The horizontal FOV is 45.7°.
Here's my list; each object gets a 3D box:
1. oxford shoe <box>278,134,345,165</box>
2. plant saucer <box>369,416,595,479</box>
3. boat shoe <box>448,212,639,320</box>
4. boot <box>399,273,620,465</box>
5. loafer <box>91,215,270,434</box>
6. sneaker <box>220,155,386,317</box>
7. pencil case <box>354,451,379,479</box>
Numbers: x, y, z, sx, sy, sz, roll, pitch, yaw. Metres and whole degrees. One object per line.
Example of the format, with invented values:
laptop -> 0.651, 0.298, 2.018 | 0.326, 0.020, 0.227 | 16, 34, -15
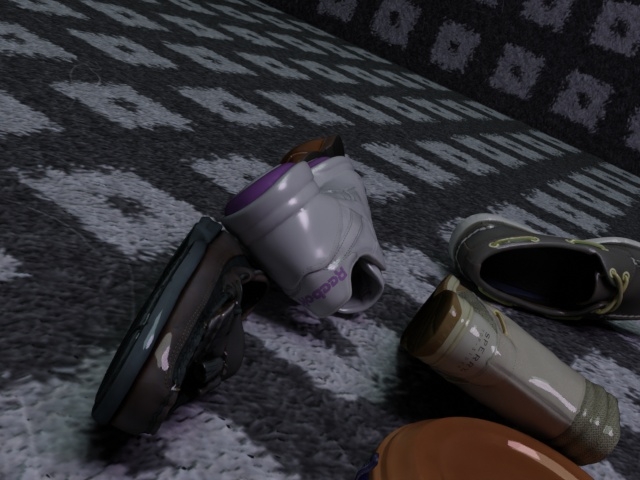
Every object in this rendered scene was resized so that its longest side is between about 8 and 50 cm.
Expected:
oxford shoe -> -0.024, -0.080, 0.964 | 0.076, 0.076, 0.212 | -5, 18, 15
plant saucer -> 0.126, 0.177, 0.483 | 0.200, 0.037, 0.200 | 20, 21, -8
boat shoe -> 0.305, 0.047, 0.904 | 0.305, 0.109, 0.091 | 13, 22, -8
boot -> 0.154, 0.105, 0.636 | 0.165, 0.077, 0.213 | 34, 4, 4
loafer -> -0.076, 0.052, 0.517 | 0.084, 0.096, 0.267 | 32, 15, -9
sneaker -> 0.000, 0.000, 0.746 | 0.152, 0.114, 0.305 | 54, 16, 0
pencil case -> 0.067, 0.192, 0.313 | 0.209, 0.095, 0.098 | 38, 9, 31
